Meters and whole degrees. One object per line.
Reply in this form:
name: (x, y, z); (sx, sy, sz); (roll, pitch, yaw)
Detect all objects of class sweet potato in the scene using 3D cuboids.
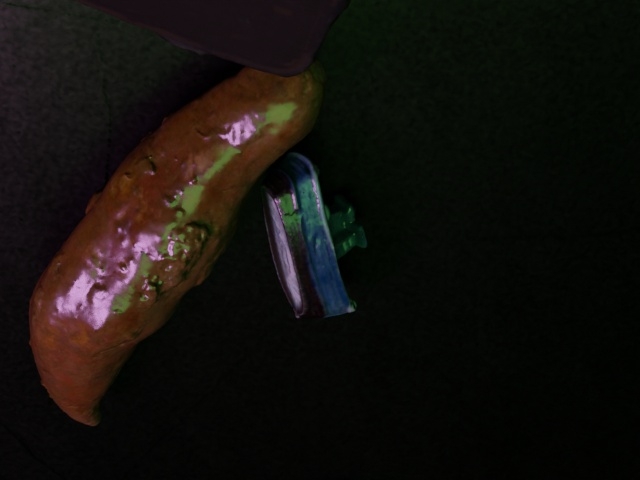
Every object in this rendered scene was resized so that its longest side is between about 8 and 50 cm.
sweet potato: (-0.120, 0.007, 0.915); (0.106, 0.095, 0.355); (13, 129, -34)

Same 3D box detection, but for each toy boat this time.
toy boat: (0.000, 0.000, 0.946); (0.060, 0.060, 0.137); (-25, 126, -18)

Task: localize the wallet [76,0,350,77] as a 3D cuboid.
wallet: (-0.125, -0.191, 0.750); (0.309, 0.042, 0.165); (22, 149, -6)
